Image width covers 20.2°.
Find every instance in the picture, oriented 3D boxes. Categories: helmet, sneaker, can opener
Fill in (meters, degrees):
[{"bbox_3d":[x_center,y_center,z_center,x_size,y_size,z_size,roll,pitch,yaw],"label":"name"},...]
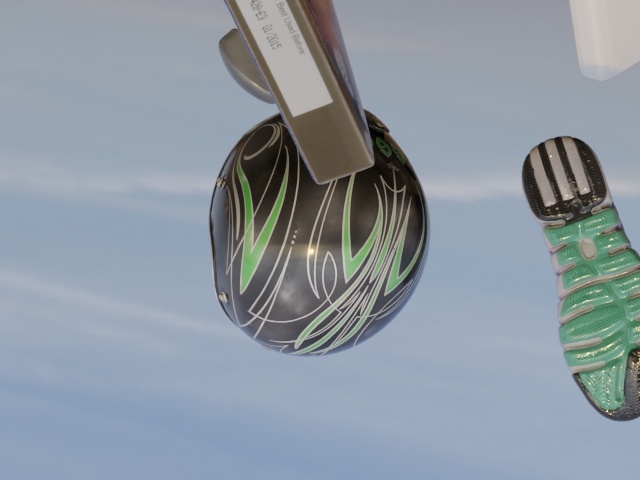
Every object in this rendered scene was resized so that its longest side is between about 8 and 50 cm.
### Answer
[{"bbox_3d":[0.000,0.000,1.317,0.169,0.169,0.161,4,-127,-14],"label":"helmet"},{"bbox_3d":[0.221,0.028,1.399,0.083,0.223,0.098,-15,175,14],"label":"sneaker"},{"bbox_3d":[-0.015,-0.147,2.178,0.095,0.283,0.076,-39,-176,-18],"label":"can opener"}]

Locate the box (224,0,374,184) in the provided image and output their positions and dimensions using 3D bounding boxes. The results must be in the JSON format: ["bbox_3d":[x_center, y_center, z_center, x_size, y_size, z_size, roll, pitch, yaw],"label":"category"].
[{"bbox_3d":[-0.028,-0.152,0.881,0.036,0.136,0.225,-21,-133,6],"label":"box"}]

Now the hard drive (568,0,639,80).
[{"bbox_3d":[0.292,-0.325,1.628,0.203,0.307,0.040,-31,-146,-29],"label":"hard drive"}]
